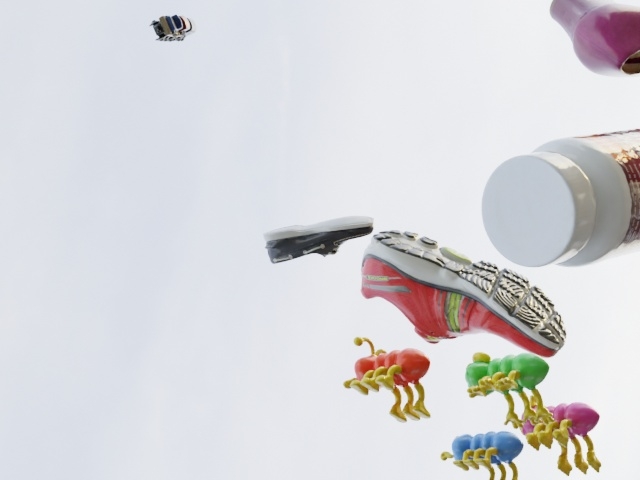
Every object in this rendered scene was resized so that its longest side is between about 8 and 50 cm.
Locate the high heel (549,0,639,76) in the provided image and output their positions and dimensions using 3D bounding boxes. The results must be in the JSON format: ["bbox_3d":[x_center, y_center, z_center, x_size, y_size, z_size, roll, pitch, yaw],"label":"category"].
[{"bbox_3d":[0.496,-0.253,1.616,0.377,0.181,0.127,-1,-53,-20],"label":"high heel"}]

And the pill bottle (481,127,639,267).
[{"bbox_3d":[0.257,-0.040,1.136,0.221,0.121,0.121,-10,-70,-46],"label":"pill bottle"}]

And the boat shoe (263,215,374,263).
[{"bbox_3d":[0.000,0.000,1.297,0.125,0.046,0.038,-10,-80,13],"label":"boat shoe"}]

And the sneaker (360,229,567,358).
[{"bbox_3d":[0.175,0.084,1.515,0.107,0.279,0.118,-26,-43,-57],"label":"sneaker"}]

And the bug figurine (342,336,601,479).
[{"bbox_3d":[0.164,0.172,1.236,0.279,0.216,0.072,42,-130,-39],"label":"bug figurine"}]

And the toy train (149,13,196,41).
[{"bbox_3d":[-0.178,-0.262,1.492,0.036,0.158,0.027,-22,-83,8],"label":"toy train"}]
